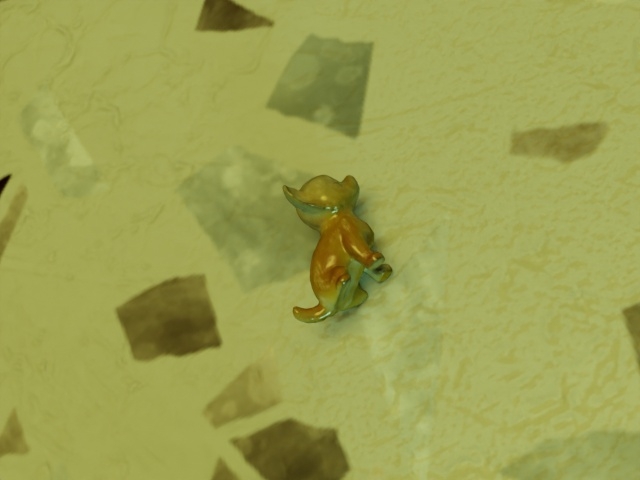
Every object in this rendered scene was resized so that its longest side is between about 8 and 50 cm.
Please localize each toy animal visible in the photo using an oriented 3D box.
[{"bbox_3d":[0.000,0.000,0.662,0.081,0.060,0.083,-42,68,2],"label":"toy animal"}]
